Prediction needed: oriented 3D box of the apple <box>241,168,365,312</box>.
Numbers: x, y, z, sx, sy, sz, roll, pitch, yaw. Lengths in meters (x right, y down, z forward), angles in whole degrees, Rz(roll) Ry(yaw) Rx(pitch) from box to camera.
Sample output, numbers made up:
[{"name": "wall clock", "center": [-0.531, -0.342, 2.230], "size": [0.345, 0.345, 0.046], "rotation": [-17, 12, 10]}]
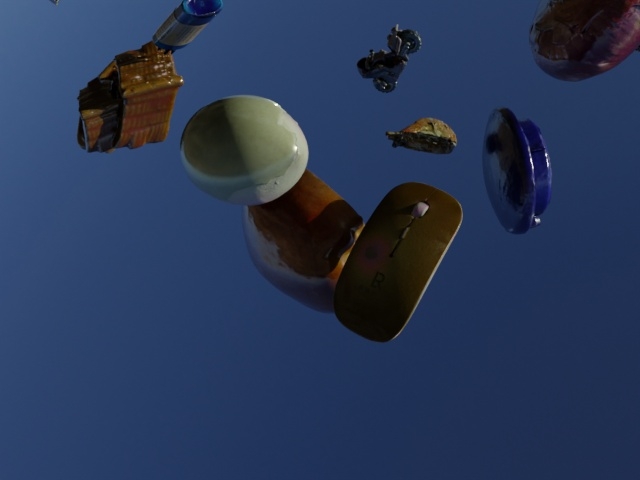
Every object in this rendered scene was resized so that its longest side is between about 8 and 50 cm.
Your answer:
[{"name": "apple", "center": [0.000, 0.000, 1.890], "size": [0.365, 0.329, 0.295], "rotation": [29, -75, 62]}]

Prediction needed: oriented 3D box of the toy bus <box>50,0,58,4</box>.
[{"name": "toy bus", "center": [-0.573, -0.536, 1.861], "size": [0.052, 0.102, 0.058], "rotation": [-57, -164, -6]}]

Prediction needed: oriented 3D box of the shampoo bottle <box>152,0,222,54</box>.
[{"name": "shampoo bottle", "center": [-0.257, -0.402, 1.696], "size": [0.087, 0.050, 0.183], "rotation": [-21, 179, -35]}]

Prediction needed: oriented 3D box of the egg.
[{"name": "egg", "center": [-0.116, -0.144, 1.468], "size": [0.217, 0.183, 0.183], "rotation": [17, -117, 46]}]

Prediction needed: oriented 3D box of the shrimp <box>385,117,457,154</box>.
[{"name": "shrimp", "center": [0.214, -0.221, 1.934], "size": [0.043, 0.184, 0.091], "rotation": [-45, -121, 52]}]

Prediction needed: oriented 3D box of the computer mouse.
[{"name": "computer mouse", "center": [0.140, 0.035, 1.656], "size": [0.158, 0.072, 0.310], "rotation": [27, -97, 24]}]

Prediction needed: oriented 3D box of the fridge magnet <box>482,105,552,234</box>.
[{"name": "fridge magnet", "center": [0.394, -0.143, 1.841], "size": [0.113, 0.265, 0.265], "rotation": [-10, -139, -4]}]

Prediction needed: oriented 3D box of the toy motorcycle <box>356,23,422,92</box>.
[{"name": "toy motorcycle", "center": [0.172, -0.474, 2.335], "size": [0.213, 0.122, 0.082], "rotation": [124, -19, -48]}]

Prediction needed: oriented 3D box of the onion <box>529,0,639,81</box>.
[{"name": "onion", "center": [0.637, -0.500, 2.010], "size": [0.347, 0.286, 0.347], "rotation": [-56, -162, 29]}]

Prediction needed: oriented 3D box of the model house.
[{"name": "model house", "center": [-0.391, -0.289, 1.828], "size": [0.200, 0.219, 0.229], "rotation": [-5, 177, -18]}]
